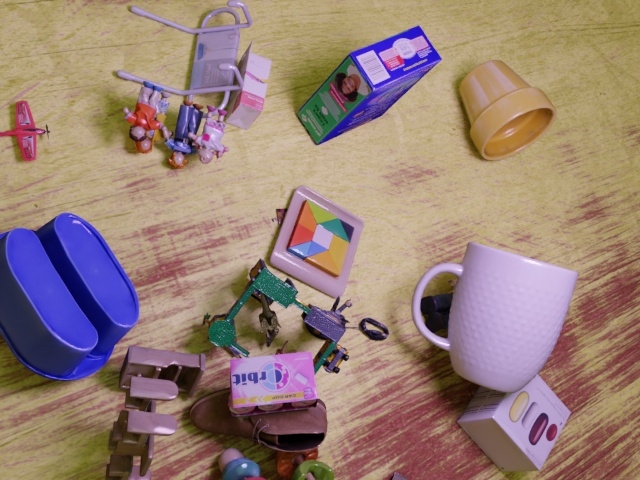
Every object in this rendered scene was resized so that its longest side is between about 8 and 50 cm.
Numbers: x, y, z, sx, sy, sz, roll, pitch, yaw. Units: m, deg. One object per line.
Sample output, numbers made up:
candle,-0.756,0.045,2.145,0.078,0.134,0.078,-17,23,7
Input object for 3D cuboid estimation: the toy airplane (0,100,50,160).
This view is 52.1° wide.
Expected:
toy airplane,-0.679,-0.237,1.452,0.151,0.028,0.151,9,67,-23

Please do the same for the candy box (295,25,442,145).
candy box,0.123,-0.408,1.753,0.268,0.317,0.122,-30,86,-33

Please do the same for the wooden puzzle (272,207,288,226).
wooden puzzle,-0.088,-0.060,1.705,0.083,0.006,0.049,-2,74,-28

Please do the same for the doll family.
doll family,-0.354,-0.262,1.574,0.262,0.118,0.163,16,89,-27

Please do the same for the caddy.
caddy,-0.533,0.113,1.324,0.341,0.179,0.241,58,34,1

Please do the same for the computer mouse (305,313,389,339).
computer mouse,0.074,0.221,1.670,0.242,0.041,0.071,9,68,-25

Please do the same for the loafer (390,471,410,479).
loafer,0.131,0.637,1.538,0.251,0.094,0.087,-27,61,-41

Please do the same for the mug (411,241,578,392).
mug,0.414,0.184,1.648,0.373,0.276,0.328,16,94,2

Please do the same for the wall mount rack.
wall mount rack,-0.335,-0.485,1.663,0.304,0.130,0.350,-2,66,13

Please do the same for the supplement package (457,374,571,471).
supplement package,0.517,0.470,1.746,0.194,0.149,0.203,48,58,-5

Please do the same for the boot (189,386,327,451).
boot,-0.134,0.392,1.418,0.305,0.115,0.112,3,111,-5

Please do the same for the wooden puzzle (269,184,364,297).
wooden puzzle,0.000,0.000,1.703,0.220,0.044,0.239,29,62,-19

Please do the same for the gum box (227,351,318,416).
gum box,-0.106,0.306,1.400,0.188,0.062,0.107,-4,58,-7

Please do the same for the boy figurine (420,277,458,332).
boy figurine,0.418,0.187,1.831,0.285,0.092,0.177,-8,74,-26

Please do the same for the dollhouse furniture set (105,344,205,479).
dollhouse furniture set,-0.325,0.349,1.328,0.160,0.212,0.242,12,41,-21

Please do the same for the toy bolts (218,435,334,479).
toy bolts,-0.121,0.533,1.439,0.228,0.158,0.218,9,109,-35

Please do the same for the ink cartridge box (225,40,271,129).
ink cartridge box,-0.185,-0.406,1.712,0.067,0.115,0.198,17,67,-23

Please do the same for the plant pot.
plant pot,0.558,-0.418,2.038,0.253,0.254,0.239,-10,61,-29

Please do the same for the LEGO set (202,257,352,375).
LEGO set,-0.100,0.196,1.544,0.331,0.192,0.255,28,92,-10
